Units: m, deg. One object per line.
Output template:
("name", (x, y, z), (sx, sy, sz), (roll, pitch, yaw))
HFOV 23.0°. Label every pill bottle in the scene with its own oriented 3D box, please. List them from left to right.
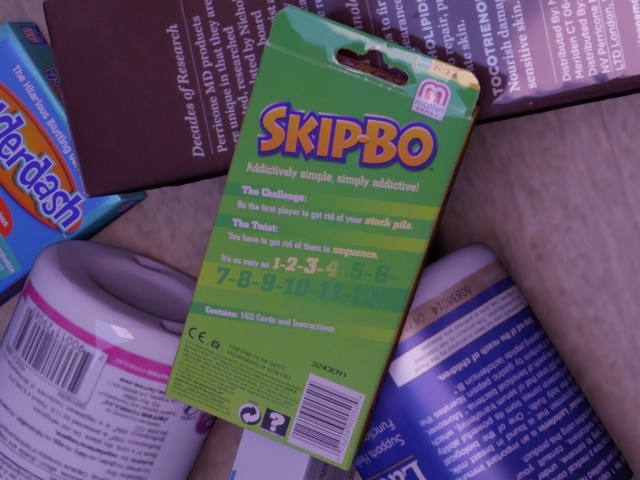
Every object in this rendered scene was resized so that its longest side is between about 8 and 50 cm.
("pill bottle", (-0.176, 0.157, 1.110), (0.160, 0.160, 0.283), (29, 105, 14))
("pill bottle", (0.112, 0.147, 1.012), (0.153, 0.153, 0.264), (-34, 84, 19))

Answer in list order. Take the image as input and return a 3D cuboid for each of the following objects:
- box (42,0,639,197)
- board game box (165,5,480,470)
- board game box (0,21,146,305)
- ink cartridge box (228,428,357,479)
("box", (0.043, -0.129, 0.987), (0.381, 0.191, 0.143), (-9, 94, 20))
("board game box", (0.000, 0.000, 0.914), (0.124, 0.039, 0.259), (22, 116, 9))
("board game box", (-0.257, -0.039, 1.177), (0.210, 0.047, 0.160), (-36, 83, 18))
("ink cartridge box", (-0.015, 0.156, 1.074), (0.052, 0.122, 0.088), (21, 102, 20))
